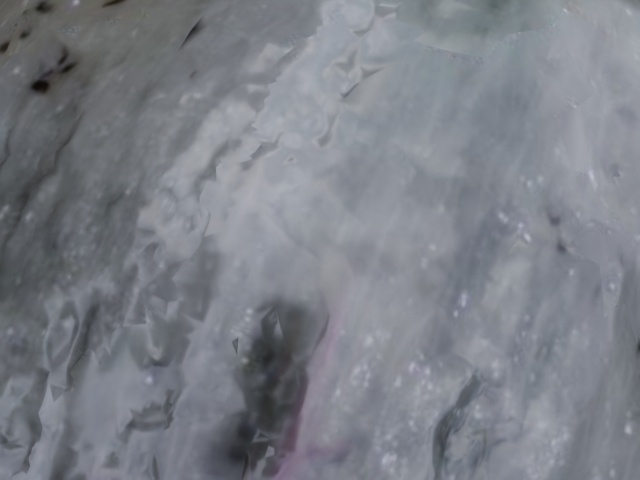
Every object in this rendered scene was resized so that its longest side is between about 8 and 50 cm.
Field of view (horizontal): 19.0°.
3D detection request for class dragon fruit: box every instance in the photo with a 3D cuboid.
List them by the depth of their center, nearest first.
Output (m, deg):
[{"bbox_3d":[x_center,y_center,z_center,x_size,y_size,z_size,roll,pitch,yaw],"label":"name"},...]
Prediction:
[{"bbox_3d":[0.000,0.000,0.556,0.204,0.283,0.221,-7,121,-81],"label":"dragon fruit"}]
